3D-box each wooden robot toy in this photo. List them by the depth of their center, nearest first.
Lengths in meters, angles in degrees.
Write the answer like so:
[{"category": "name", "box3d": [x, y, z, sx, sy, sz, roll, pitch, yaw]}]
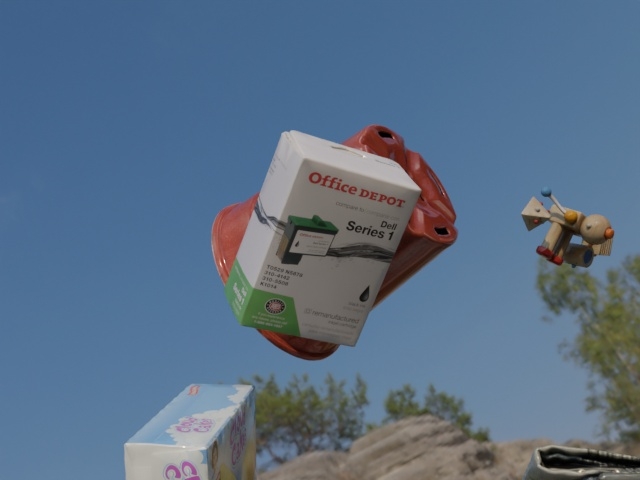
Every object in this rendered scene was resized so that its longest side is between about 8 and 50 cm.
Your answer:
[{"category": "wooden robot toy", "box3d": [0.309, -0.003, 1.062, 0.173, 0.079, 0.076, 27, -98, -43]}]

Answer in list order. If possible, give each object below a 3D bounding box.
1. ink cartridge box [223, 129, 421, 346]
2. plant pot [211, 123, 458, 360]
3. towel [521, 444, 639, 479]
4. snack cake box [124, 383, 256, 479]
[{"category": "ink cartridge box", "box3d": [0.000, 0.000, 1.072, 0.160, 0.092, 0.219, 13, -70, -23]}, {"category": "plant pot", "box3d": [0.033, -0.011, 1.288, 0.265, 0.272, 0.272, -37, -29, 27]}, {"category": "towel", "box3d": [0.338, 0.312, 0.903, 0.312, 0.056, 0.324, 5, -41, 6]}, {"category": "snack cake box", "box3d": [-0.136, 0.264, 1.014, 0.089, 0.152, 0.264, 1, 5, 6]}]
